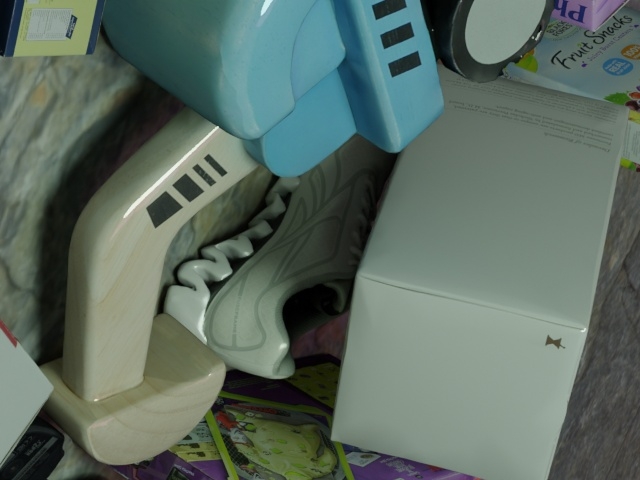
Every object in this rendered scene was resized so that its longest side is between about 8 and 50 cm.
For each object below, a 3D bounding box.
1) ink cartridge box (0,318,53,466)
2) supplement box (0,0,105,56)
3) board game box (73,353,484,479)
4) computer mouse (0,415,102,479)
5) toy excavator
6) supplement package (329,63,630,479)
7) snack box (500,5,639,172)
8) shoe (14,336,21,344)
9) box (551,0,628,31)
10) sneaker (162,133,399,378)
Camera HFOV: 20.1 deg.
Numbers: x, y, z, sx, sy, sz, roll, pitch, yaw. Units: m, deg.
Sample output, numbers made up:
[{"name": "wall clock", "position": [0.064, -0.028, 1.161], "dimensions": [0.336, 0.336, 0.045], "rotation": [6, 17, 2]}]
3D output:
[{"name": "ink cartridge box", "position": [-0.261, 0.053, 1.046], "dimensions": [0.072, 0.175, 0.127], "rotation": [-57, 149, -21]}, {"name": "supplement box", "position": [-0.181, -0.163, 1.135], "dimensions": [0.083, 0.056, 0.083], "rotation": [-10, 119, -55]}, {"name": "board game box", "position": [-0.014, 0.173, 1.490], "dimensions": [0.347, 0.208, 0.056], "rotation": [-4, 114, -56]}, {"name": "computer mouse", "position": [-0.210, 0.172, 1.354], "dimensions": [0.071, 0.041, 0.242], "rotation": [-46, 155, -4]}, {"name": "toy excavator", "position": [-0.064, -0.103, 1.261], "dimensions": [0.445, 0.222, 0.433], "rotation": [-39, 142, -17]}, {"name": "supplement package", "position": [0.129, 0.022, 1.436], "dimensions": [0.293, 0.175, 0.178], "rotation": [-69, 170, -50]}, {"name": "snack box", "position": [0.286, -0.153, 1.734], "dimensions": [0.174, 0.207, 0.070], "rotation": [-37, 140, -41]}, {"name": "shoe", "position": [-0.292, 0.106, 1.160], "dimensions": [0.219, 0.058, 0.076], "rotation": [-34, 175, -38]}, {"name": "box", "position": [0.152, -0.317, 1.398], "dimensions": [0.117, 0.213, 0.243], "rotation": [-44, 144, -34]}, {"name": "sneaker", "position": [0.000, 0.000, 1.482], "dimensions": [0.292, 0.118, 0.110], "rotation": [-52, 145, -26]}]
